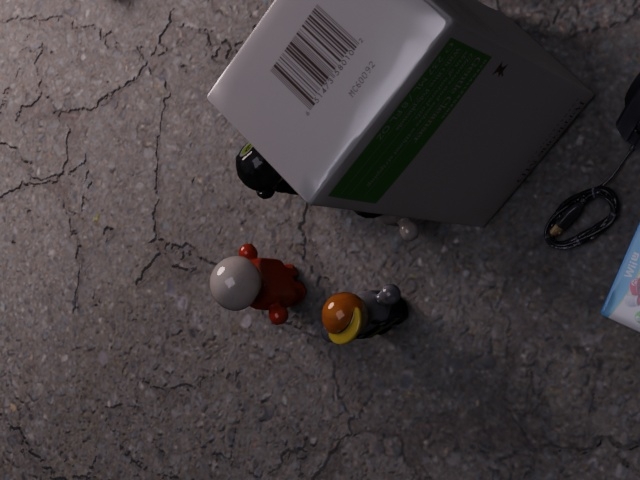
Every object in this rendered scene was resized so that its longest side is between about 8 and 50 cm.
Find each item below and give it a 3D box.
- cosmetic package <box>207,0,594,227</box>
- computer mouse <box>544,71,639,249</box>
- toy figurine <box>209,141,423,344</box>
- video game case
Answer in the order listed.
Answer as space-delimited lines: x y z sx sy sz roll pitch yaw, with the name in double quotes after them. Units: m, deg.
0.090 -0.137 1.079 0.155 0.365 0.197 46 111 25 "cosmetic package"
0.300 -0.089 1.144 0.071 0.041 0.242 40 106 24 "computer mouse"
0.000 0.000 1.246 0.209 0.148 0.213 18 96 29 "toy figurine"
0.369 0.051 1.112 0.166 0.015 0.119 26 100 28 "video game case"
